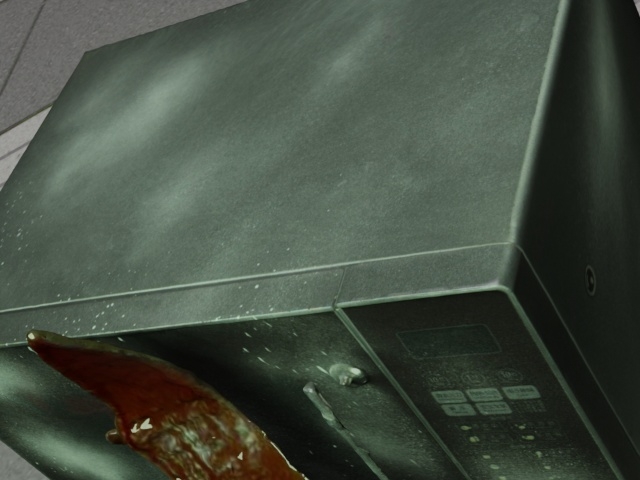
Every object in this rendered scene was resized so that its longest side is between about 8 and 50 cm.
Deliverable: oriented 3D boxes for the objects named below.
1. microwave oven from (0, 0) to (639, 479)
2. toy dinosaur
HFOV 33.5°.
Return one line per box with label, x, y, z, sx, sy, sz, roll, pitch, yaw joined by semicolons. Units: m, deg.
microwave oven;0.000;0.000;0.728;0.431;0.236;0.375;-8;46;33
toy dinosaur;-0.037;0.186;0.526;0.206;0.328;0.113;3;20;30
